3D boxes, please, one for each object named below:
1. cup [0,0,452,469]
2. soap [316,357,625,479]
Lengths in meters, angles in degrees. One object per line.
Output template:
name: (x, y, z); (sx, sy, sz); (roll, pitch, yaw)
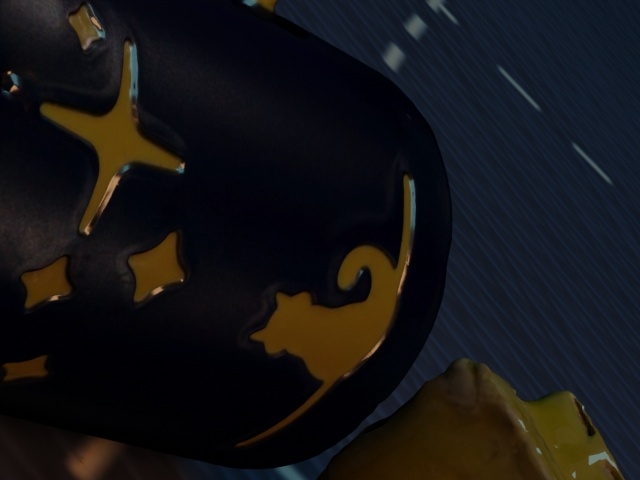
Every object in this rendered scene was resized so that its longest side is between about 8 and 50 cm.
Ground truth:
cup: (-0.055, -0.046, 0.619); (0.256, 0.255, 0.178); (21, 39, -49)
soap: (0.071, 0.168, 0.649); (0.076, 0.135, 0.233); (20, 35, -49)
